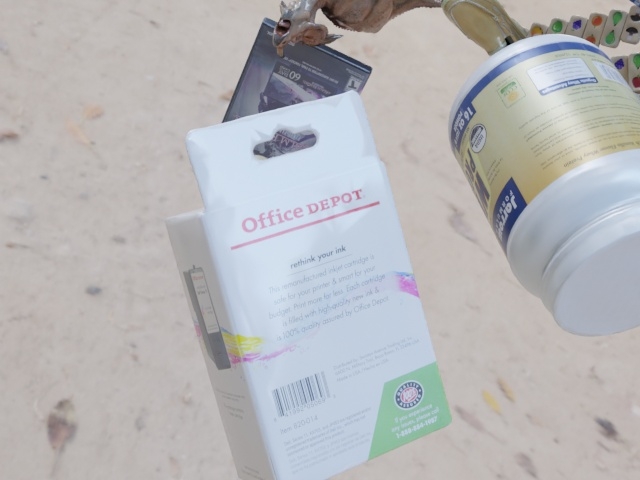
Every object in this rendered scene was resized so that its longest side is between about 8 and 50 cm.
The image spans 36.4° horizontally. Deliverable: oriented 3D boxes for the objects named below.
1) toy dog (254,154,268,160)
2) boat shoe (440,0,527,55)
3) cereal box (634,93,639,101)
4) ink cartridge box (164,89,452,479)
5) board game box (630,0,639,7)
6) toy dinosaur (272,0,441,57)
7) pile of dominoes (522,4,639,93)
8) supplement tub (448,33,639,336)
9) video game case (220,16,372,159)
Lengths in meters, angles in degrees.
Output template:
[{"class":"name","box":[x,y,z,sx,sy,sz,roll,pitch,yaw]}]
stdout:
[{"class":"toy dog","box":[0.000,0.000,1.306,0.161,0.333,0.220,-34,65,-10]},{"class":"boat shoe","box":[0.250,-0.305,1.423,0.190,0.068,0.072,17,52,-42]},{"class":"cereal box","box":[0.545,-0.207,1.606,0.173,0.240,0.047,13,50,-50]},{"class":"ink cartridge box","box":[-0.021,0.047,0.979,0.207,0.353,0.119,-17,6,-26]},{"class":"board game box","box":[0.357,-0.398,1.326,0.201,0.035,0.136,47,24,22]},{"class":"toy dinosaur","box":[0.048,-0.367,1.510,0.296,0.200,0.127,5,27,-34]},{"class":"pile of dominoes","box":[0.391,-0.261,1.530,0.251,0.195,0.040,-1,0,33]},{"class":"supplement tub","box":[0.303,-0.067,1.155,0.228,0.228,0.316,6,44,-27]},{"class":"video game case","box":[-0.054,-0.225,1.668,0.196,0.274,0.026,24,38,-5]}]
